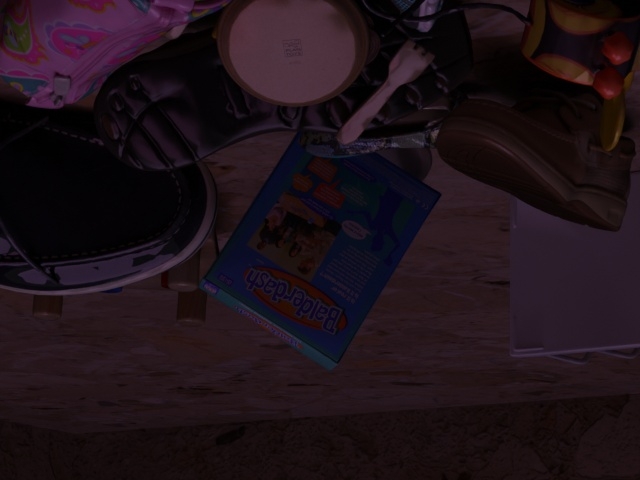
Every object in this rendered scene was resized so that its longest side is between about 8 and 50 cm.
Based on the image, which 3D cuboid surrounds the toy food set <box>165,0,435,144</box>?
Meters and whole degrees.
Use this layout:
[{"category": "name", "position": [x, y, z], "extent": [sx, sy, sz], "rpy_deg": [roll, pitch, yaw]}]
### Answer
[{"category": "toy food set", "position": [-0.019, -0.167, 1.500], "extent": [0.192, 0.038, 0.132], "rpy_deg": [32, 121, -19]}]

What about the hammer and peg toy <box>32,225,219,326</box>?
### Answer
[{"category": "hammer and peg toy", "position": [-0.194, 0.016, 2.253], "extent": [0.361, 0.127, 0.266], "rpy_deg": [2, 164, 1]}]

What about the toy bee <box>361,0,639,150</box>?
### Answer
[{"category": "toy bee", "position": [0.203, -0.146, 1.345], "extent": [0.298, 0.162, 0.195], "rpy_deg": [-22, 128, -13]}]

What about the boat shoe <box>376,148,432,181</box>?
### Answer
[{"category": "boat shoe", "position": [0.073, -0.072, 1.990], "extent": [0.063, 0.066, 0.184], "rpy_deg": [-14, 170, -33]}]

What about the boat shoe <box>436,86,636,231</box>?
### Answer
[{"category": "boat shoe", "position": [0.211, -0.095, 1.771], "extent": [0.122, 0.110, 0.341], "rpy_deg": [19, 179, 27]}]

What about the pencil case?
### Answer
[{"category": "pencil case", "position": [-0.162, -0.186, 1.430], "extent": [0.124, 0.124, 0.284], "rpy_deg": [10, 164, -28]}]

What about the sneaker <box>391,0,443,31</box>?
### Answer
[{"category": "sneaker", "position": [0.062, -0.214, 1.434], "extent": [0.076, 0.065, 0.166], "rpy_deg": [18, 164, 7]}]

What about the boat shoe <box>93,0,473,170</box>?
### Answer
[{"category": "boat shoe", "position": [-0.033, -0.153, 1.591], "extent": [0.324, 0.122, 0.120], "rpy_deg": [-11, -160, 8]}]

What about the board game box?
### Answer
[{"category": "board game box", "position": [0.000, 0.000, 1.870], "extent": [0.160, 0.210, 0.047], "rpy_deg": [33, 163, -2]}]

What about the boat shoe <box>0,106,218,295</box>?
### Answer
[{"category": "boat shoe", "position": [-0.355, -0.052, 1.893], "extent": [0.500, 0.186, 0.156], "rpy_deg": [7, 172, 2]}]

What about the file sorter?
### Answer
[{"category": "file sorter", "position": [0.376, 0.035, 2.101], "extent": [0.278, 0.192, 0.173], "rpy_deg": [-8, 165, 37]}]

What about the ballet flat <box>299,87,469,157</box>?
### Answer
[{"category": "ballet flat", "position": [0.062, -0.121, 1.808], "extent": [0.188, 0.070, 0.070], "rpy_deg": [-4, 165, 19]}]
